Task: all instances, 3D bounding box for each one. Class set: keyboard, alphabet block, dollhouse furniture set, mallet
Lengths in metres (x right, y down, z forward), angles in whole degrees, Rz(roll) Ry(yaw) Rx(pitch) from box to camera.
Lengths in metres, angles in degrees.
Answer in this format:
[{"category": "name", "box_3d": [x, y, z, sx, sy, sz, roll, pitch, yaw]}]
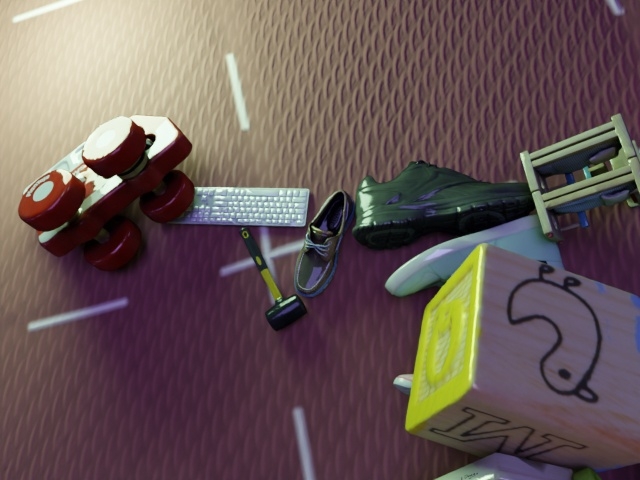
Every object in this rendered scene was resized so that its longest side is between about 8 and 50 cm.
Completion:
[{"category": "keyboard", "box_3d": [-0.148, -0.060, 0.852, 0.256, 0.014, 0.072, 2, 73, 10]}, {"category": "alphabet block", "box_3d": [0.235, 0.150, 0.578, 0.197, 0.193, 0.192, 18, 54, -1]}, {"category": "dollhouse furniture set", "box_3d": [0.395, -0.065, 0.694, 0.129, 0.184, 0.128, -21, 66, 35]}, {"category": "mallet", "box_3d": [-0.080, 0.052, 0.795, 0.063, 0.039, 0.189, -24, 66, 3]}]

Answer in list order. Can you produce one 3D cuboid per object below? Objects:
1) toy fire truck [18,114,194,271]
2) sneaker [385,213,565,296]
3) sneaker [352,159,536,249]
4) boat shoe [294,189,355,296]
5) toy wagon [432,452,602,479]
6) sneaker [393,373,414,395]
[{"category": "toy fire truck", "box_3d": [-0.377, -0.115, 0.844, 0.302, 0.169, 0.254, -42, 50, -3]}, {"category": "sneaker", "box_3d": [0.232, 0.071, 0.701, 0.256, 0.094, 0.151, -20, 73, 5]}, {"category": "sneaker", "box_3d": [0.188, -0.070, 0.753, 0.287, 0.109, 0.130, -5, 62, 4]}, {"category": "boat shoe", "box_3d": [0.000, 0.000, 0.778, 0.066, 0.066, 0.183, 17, 76, 15]}, {"category": "toy wagon", "box_3d": [0.253, 0.403, 0.557, 0.267, 0.068, 0.344, -36, 98, 22]}, {"category": "sneaker", "box_3d": [0.177, 0.198, 0.696, 0.135, 0.051, 0.070, 8, 60, 19]}]
